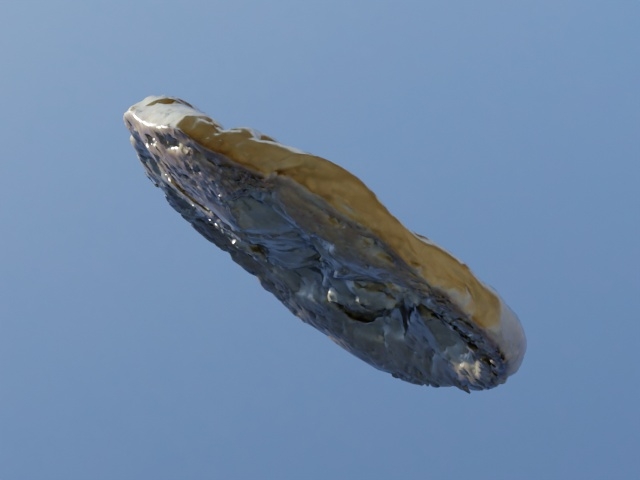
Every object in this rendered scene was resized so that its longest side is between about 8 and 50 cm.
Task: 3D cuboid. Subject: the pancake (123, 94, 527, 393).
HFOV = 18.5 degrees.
[{"bbox_3d":[0.001,0.001,1.535,0.387,0.387,0.082,32,-101,3],"label":"pancake"}]
